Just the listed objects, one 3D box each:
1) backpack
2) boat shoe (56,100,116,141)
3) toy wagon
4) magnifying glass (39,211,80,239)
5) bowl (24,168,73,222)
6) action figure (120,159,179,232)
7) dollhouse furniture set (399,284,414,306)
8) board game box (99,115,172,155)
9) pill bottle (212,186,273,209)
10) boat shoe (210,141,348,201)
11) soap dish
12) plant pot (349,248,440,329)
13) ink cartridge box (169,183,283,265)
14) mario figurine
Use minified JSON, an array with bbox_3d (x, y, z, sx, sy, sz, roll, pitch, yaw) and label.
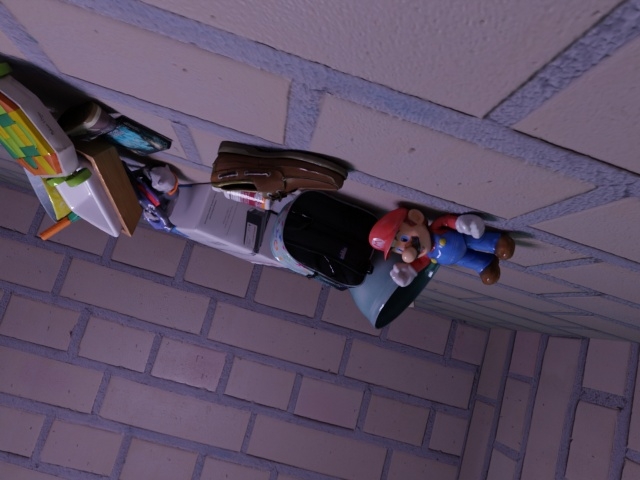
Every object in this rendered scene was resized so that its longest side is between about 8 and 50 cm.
[{"bbox_3d":[0.001,-0.005,1.171,0.254,0.224,0.191,25,162,-22],"label":"backpack"},{"bbox_3d":[-0.549,-0.263,1.041,0.224,0.080,0.073,1,157,41],"label":"boat shoe"},{"bbox_3d":[-0.665,-0.239,1.007,0.345,0.068,0.267,6,133,41],"label":"toy wagon"},{"bbox_3d":[-0.750,-0.078,1.387,0.026,0.231,0.092,53,160,-3],"label":"magnifying glass"},{"bbox_3d":[-0.813,-0.215,1.410,0.156,0.289,0.290,-29,-163,-32],"label":"bowl"},{"bbox_3d":[-0.565,-0.193,1.402,0.331,0.178,0.341,-3,129,46],"label":"action figure"},{"bbox_3d":[0.195,0.130,1.529,0.243,0.160,0.212,-2,137,14],"label":"dollhouse furniture set"},{"bbox_3d":[-0.462,-0.253,1.110,0.126,0.026,0.186,25,167,-39],"label":"board game box"},{"bbox_3d":[-0.189,-0.137,1.139,0.152,0.085,0.086,17,170,2],"label":"pill bottle"},{"bbox_3d":[-0.093,-0.130,0.968,0.308,0.104,0.111,12,169,23],"label":"boat shoe"},{"bbox_3d":[-0.619,-0.164,1.220,0.229,0.118,0.290,26,144,20],"label":"soap dish"},{"bbox_3d":[0.186,0.084,1.306,0.196,0.293,0.293,41,180,24],"label":"plant pot"},{"bbox_3d":[-0.310,-0.046,1.587,0.395,0.166,0.286,26,166,-40],"label":"ink cartridge box"},{"bbox_3d":[0.269,0.029,1.041,0.321,0.197,0.170,12,-178,1],"label":"mario figurine"}]
